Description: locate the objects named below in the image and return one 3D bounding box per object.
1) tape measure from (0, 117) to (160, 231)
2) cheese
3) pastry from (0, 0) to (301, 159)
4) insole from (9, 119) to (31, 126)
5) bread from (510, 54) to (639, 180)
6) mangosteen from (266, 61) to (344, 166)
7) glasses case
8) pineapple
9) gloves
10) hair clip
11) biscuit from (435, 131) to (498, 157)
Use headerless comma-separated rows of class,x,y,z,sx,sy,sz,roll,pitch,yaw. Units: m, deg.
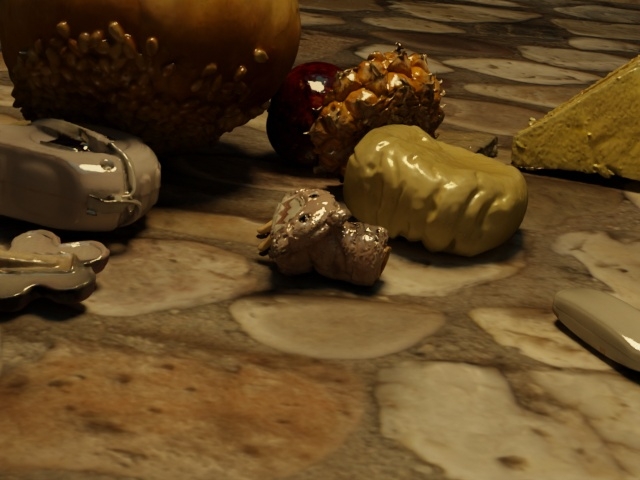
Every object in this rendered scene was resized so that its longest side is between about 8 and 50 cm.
tape measure,-0.288,-0.078,1.424,0.236,0.120,0.197,14,19,16
cheese,0.146,-0.062,1.490,0.214,0.117,0.226,25,23,29
pastry,-0.219,-0.240,1.574,0.410,0.244,0.409,-1,-14,0
insole,-0.388,-0.131,1.684,0.081,0.011,0.248,-3,22,-19
bread,0.427,-0.149,1.841,0.236,0.198,0.263,-23,6,27
mangosteen,0.017,-0.172,1.698,0.182,0.145,0.156,5,18,1
glasses case,0.294,0.088,1.222,0.063,0.041,0.164,-4,22,-26
pineapple,0.083,-0.151,1.597,0.225,0.224,0.076,-12,40,-37
gloves,0.006,-0.003,1.334,0.144,0.094,0.110,11,31,-8
hair clip,-0.343,0.020,1.223,0.257,0.075,0.146,9,22,-9
biscuit,0.170,-0.123,1.766,0.133,0.032,0.250,12,22,16
